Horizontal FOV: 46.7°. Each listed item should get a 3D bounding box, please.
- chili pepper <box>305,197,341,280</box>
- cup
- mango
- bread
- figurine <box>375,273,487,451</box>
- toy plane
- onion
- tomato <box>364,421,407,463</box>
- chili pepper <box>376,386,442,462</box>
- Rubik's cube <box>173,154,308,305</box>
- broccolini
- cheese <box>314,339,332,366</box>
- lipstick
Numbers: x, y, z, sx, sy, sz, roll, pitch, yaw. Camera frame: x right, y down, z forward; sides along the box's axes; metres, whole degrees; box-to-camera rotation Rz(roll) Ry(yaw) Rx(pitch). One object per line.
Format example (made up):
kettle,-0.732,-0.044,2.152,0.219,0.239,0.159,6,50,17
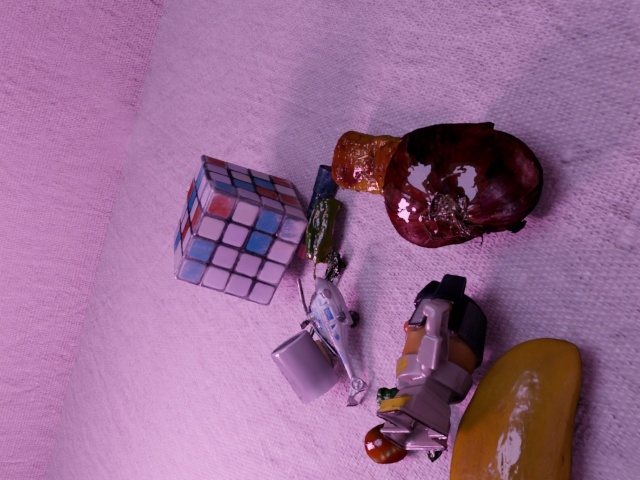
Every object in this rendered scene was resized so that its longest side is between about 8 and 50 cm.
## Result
chili pepper,0.002,0.001,1.713,0.072,0.073,0.204,11,90,64
cup,-0.042,0.279,1.621,0.133,0.099,0.136,56,145,-3
mango,0.295,0.308,1.138,0.195,0.142,0.332,3,77,55
bread,0.120,-0.157,1.576,0.271,0.077,0.139,23,104,54
figurine,0.194,0.200,1.240,0.308,0.143,0.308,-64,-4,-7
toy plane,0.036,0.204,1.568,0.107,0.182,0.273,-28,54,13
onion,0.242,-0.098,1.257,0.281,0.281,0.221,8,132,57
tomato,0.128,0.389,1.415,0.087,0.087,0.075,-14,95,55
chili pepper,0.176,0.327,1.379,0.073,0.050,0.182,-41,41,-7
Rubik's cube,-0.207,-0.029,1.839,0.253,0.259,0.256,-113,44,-62
broccolini,0.002,0.129,1.695,0.044,0.042,0.218,35,105,54
cheese,-0.001,0.267,1.692,0.044,0.030,0.083,101,149,-43
lipstick,-0.009,-0.064,1.781,0.053,0.053,0.234,43,122,52
